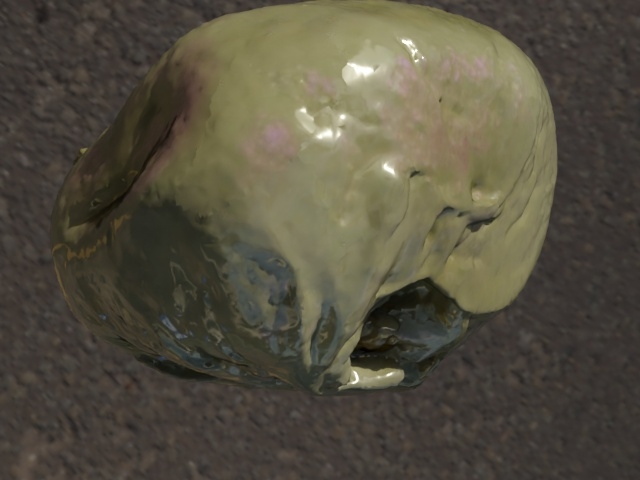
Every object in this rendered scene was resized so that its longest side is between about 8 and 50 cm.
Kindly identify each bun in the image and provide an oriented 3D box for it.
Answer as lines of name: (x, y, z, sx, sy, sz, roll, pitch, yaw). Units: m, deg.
bun: (0.000, 0.000, 0.916, 0.361, 0.213, 0.361, -13, 155, -6)
